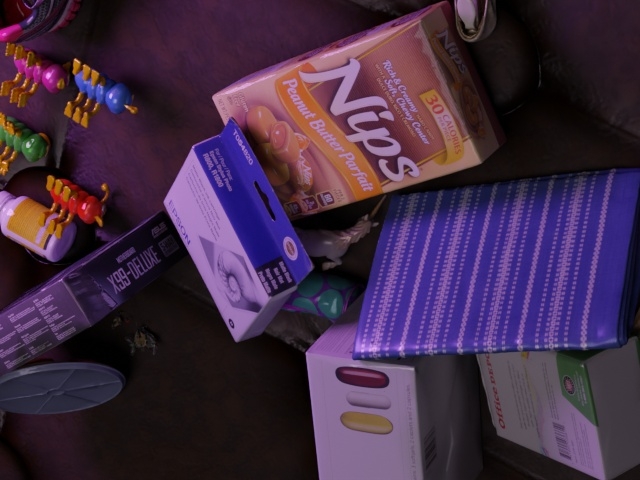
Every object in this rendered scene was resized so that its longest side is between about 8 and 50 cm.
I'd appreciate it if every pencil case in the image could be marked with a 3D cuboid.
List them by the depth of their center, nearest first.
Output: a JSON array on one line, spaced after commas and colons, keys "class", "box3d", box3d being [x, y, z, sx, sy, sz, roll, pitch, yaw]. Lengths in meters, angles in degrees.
[{"class": "pencil case", "box3d": [-0.018, 0.071, 1.997, 0.151, 0.070, 0.064, 12, 153, 24]}]

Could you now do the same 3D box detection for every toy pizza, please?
[{"class": "toy pizza", "box3d": [-0.380, 0.203, 2.201, 0.201, 0.201, 0.032, -26, 61, 34]}]

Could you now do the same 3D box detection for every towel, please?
[{"class": "towel", "box3d": [0.211, 0.032, 1.776, 0.336, 0.243, 0.040, -5, 141, 29]}]

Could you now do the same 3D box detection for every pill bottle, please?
[{"class": "pill bottle", "box3d": [-0.406, -0.023, 2.158, 0.116, 0.065, 0.065, 28, 123, 13]}]

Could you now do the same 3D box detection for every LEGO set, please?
[{"class": "LEGO set", "box3d": [-0.259, 0.132, 2.187, 0.054, 0.023, 0.083, -44, 76, 33]}]

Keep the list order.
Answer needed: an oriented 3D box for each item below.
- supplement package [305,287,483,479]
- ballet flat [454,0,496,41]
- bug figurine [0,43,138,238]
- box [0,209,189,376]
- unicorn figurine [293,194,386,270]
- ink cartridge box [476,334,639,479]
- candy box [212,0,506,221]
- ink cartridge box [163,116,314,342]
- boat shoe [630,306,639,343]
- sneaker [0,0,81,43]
[{"class": "supplement package", "box3d": [0.098, 0.217, 1.927, 0.145, 0.204, 0.262, 6, 116, 26]}, {"class": "ballet flat", "box3d": [0.172, -0.304, 1.731, 0.057, 0.052, 0.168, 3, 114, 28]}, {"class": "bug figurine", "box3d": [-0.347, -0.151, 2.062, 0.216, 0.072, 0.279, 35, 129, 16]}, {"class": "box", "box3d": [-0.357, 0.092, 2.080, 0.307, 0.242, 0.076, -28, 97, 35]}, {"class": "unicorn figurine", "box3d": [0.000, 0.000, 1.941, 0.111, 0.162, 0.060, 135, 122, -65]}, {"class": "ink cartridge box", "box3d": [0.286, 0.174, 1.821, 0.212, 0.093, 0.154, 14, 123, 57]}, {"class": "candy box", "box3d": [0.043, -0.147, 1.845, 0.316, 0.087, 0.183, -16, 106, 36]}, {"class": "ink cartridge box", "box3d": [-0.108, -0.009, 1.921, 0.223, 0.045, 0.224, 61, 151, 14]}, {"class": "boat shoe", "box3d": [0.418, 0.069, 1.758, 0.092, 0.103, 0.285, 23, 126, 10]}, {"class": "sneaker", "box3d": [-0.329, -0.368, 1.925, 0.121, 0.112, 0.299, 33, 123, 9]}]
